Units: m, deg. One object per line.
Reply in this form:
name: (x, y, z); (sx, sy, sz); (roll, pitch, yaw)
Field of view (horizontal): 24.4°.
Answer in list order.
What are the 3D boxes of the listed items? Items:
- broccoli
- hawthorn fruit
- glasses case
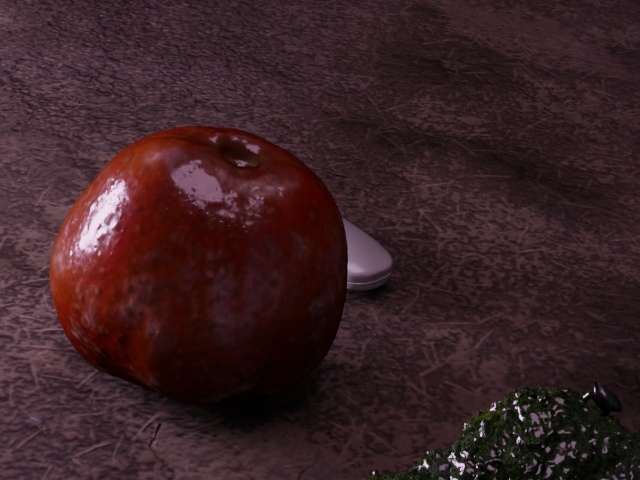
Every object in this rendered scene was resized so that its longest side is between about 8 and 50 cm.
broccoli: (0.149, 0.269, 1.070); (0.303, 0.321, 0.283); (-12, -5, -11)
hawthorn fruit: (-0.110, 0.026, 1.425); (0.284, 0.284, 0.284); (5, 30, -3)
glasses case: (0.000, 0.000, 1.682); (0.076, 0.049, 0.197); (-20, 39, -38)
